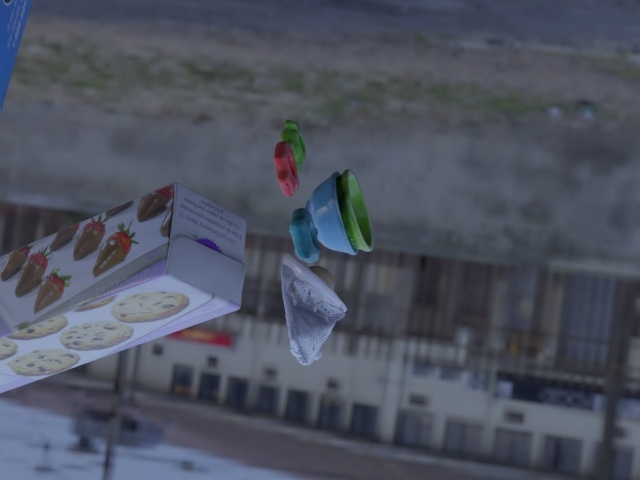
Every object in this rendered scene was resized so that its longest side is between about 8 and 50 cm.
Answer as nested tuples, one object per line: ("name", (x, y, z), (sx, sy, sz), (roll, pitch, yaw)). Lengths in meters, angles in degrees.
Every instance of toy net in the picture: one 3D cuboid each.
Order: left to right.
("toy net", (0.000, 0.000, 1.337), (0.045, 0.122, 0.232), (-13, -151, 10))

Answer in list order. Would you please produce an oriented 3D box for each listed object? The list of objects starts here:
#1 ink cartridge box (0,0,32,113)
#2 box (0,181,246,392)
("ink cartridge box", (-0.252, -0.154, 0.890), (0.129, 0.223, 0.307), (6, 151, 9))
("box", (-0.181, 0.046, 1.139), (0.324, 0.063, 0.067), (-20, 145, 37))
